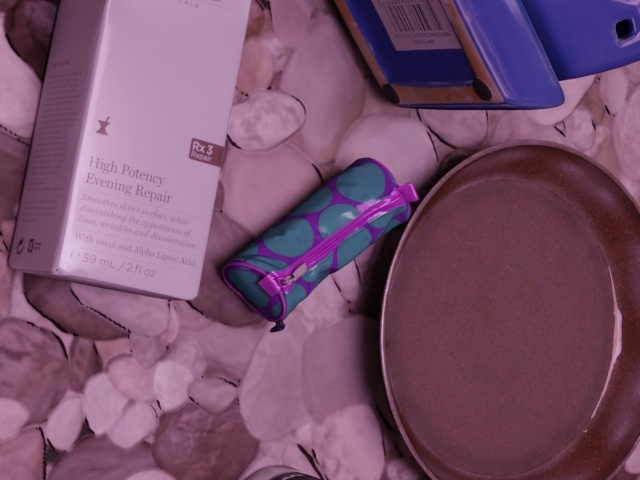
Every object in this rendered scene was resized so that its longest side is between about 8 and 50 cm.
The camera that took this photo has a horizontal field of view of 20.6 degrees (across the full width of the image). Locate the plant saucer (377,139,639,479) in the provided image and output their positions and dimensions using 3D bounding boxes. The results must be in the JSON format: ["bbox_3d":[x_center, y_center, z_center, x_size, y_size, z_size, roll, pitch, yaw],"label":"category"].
[{"bbox_3d":[0.163,0.072,1.456,0.310,0.050,0.311,-1,92,-34],"label":"plant saucer"}]

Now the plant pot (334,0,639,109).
[{"bbox_3d":[0.133,-0.223,1.327,0.212,0.236,0.236,-36,111,-22],"label":"plant pot"}]

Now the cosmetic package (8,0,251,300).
[{"bbox_3d":[-0.132,-0.080,1.235,0.117,0.085,0.231,13,85,-34],"label":"cosmetic package"}]

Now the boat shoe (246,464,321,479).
[{"bbox_3d":[0.006,0.323,1.329,0.109,0.091,0.305,-16,100,-33],"label":"boat shoe"}]

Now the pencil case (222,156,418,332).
[{"bbox_3d":[0.000,0.000,1.333,0.151,0.070,0.064,-39,111,-28],"label":"pencil case"}]
